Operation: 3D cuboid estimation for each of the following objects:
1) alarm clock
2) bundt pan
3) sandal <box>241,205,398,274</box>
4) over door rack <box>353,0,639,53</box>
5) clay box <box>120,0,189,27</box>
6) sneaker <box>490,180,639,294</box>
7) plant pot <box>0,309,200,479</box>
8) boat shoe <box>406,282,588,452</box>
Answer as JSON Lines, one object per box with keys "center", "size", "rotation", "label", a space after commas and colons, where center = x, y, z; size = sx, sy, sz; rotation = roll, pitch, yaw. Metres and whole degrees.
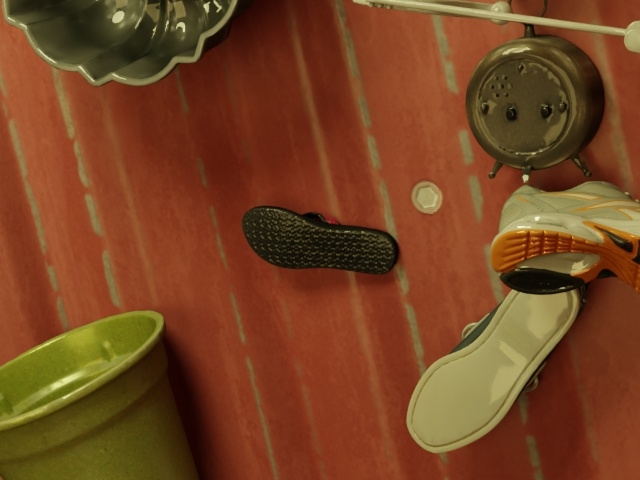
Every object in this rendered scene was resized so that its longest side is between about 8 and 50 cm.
{"center": [0.205, -0.153, 1.263], "size": [0.129, 0.064, 0.192], "rotation": [0, 100, 29], "label": "alarm clock"}
{"center": [-0.188, -0.329, 1.336], "size": [0.331, 0.124, 0.331], "rotation": [7, 107, 24], "label": "bundt pan"}
{"center": [0.000, 0.000, 1.433], "size": [0.179, 0.040, 0.067], "rotation": [11, 114, 11], "label": "sandal"}
{"center": [0.181, -0.294, 1.094], "size": [0.324, 0.108, 0.239], "rotation": [17, 111, 38], "label": "over door rack"}
{"center": [-0.176, -0.331, 1.432], "size": [0.127, 0.053, 0.222], "rotation": [24, 114, 20], "label": "clay box"}
{"center": [0.296, -0.011, 1.229], "size": [0.262, 0.121, 0.099], "rotation": [7, 130, 4], "label": "sneaker"}
{"center": [-0.261, 0.258, 1.531], "size": [0.276, 0.276, 0.254], "rotation": [-14, 107, 31], "label": "plant pot"}
{"center": [0.183, 0.119, 1.332], "size": [0.095, 0.079, 0.254], "rotation": [40, 116, 16], "label": "boat shoe"}
